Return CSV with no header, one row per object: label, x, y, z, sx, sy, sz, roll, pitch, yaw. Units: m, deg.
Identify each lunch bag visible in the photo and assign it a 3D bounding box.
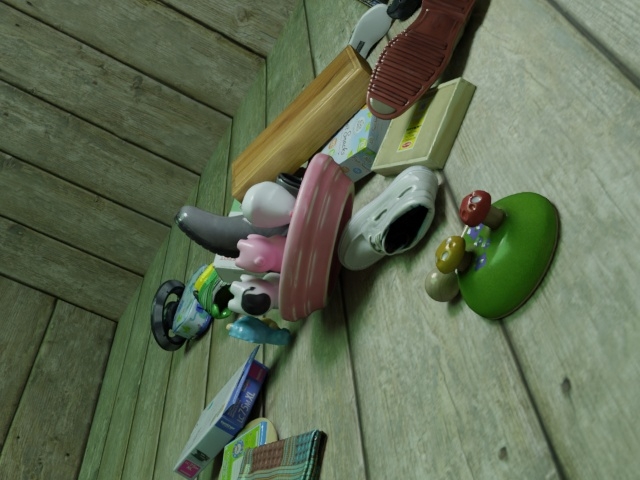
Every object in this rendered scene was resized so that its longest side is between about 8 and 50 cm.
lunch bag,-0.380,0.194,2.645,0.176,0.090,0.219,-42,28,53

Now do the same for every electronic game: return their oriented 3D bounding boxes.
electronic game,-0.474,0.240,2.711,0.048,0.229,0.229,0,55,22

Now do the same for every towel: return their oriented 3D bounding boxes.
towel,-0.111,0.516,1.446,0.271,0.040,0.370,-30,37,49

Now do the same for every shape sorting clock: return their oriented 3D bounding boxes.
shape sorting clock,-0.145,0.452,1.680,0.206,0.040,0.206,-40,32,31

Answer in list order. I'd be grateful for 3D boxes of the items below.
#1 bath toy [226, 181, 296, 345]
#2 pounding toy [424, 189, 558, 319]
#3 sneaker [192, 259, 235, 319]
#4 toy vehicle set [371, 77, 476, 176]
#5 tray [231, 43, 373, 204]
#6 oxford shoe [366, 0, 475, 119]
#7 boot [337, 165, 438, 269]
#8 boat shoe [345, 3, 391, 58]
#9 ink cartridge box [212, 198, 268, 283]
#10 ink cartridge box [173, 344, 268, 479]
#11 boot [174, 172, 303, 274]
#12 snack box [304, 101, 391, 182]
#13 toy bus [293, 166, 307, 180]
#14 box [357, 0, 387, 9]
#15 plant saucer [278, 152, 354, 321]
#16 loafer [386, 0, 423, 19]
bath toy,-0.101,0.049,1.772,0.151,0.129,0.348,-38,-41,-63
pounding toy,0.207,0.001,1.158,0.183,0.110,0.237,-67,18,-8
sneaker,-0.202,0.068,2.294,0.343,0.134,0.146,-57,44,13
toy vehicle set,0.191,-0.211,1.624,0.166,0.035,0.267,-67,17,-6
tray,-0.045,-0.263,1.960,0.411,0.076,0.203,-42,24,15
oxford shoe,0.210,-0.366,1.663,0.348,0.123,0.130,-55,-16,-9
boot,0.109,-0.013,1.483,0.258,0.095,0.123,-52,15,33
boat shoe,0.118,-0.548,2.237,0.219,0.078,0.070,-50,24,44
ink cartridge box,-0.164,0.004,2.141,0.093,0.154,0.212,67,-148,-53
ink cartridge box,-0.211,0.386,1.881,0.311,0.065,0.186,-54,8,38
boot,-0.129,-0.060,1.855,0.222,0.338,0.118,-61,16,22
snack box,0.060,-0.203,1.874,0.207,0.070,0.174,-29,36,38
toy bus,-0.039,-0.114,2.026,0.202,0.104,0.191,18,59,38
box,0.079,-0.817,2.309,0.257,0.322,0.079,-68,19,-7
plant saucer,0.000,0.000,1.642,0.332,0.084,0.332,13,-90,-84
loafer,0.210,-0.594,2.026,0.223,0.078,0.076,-15,51,68
